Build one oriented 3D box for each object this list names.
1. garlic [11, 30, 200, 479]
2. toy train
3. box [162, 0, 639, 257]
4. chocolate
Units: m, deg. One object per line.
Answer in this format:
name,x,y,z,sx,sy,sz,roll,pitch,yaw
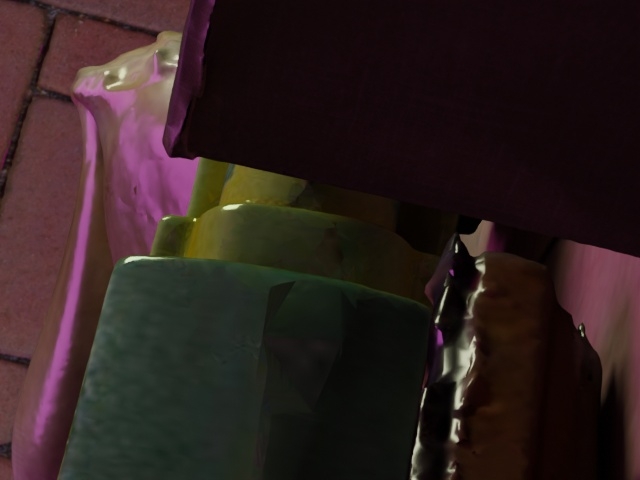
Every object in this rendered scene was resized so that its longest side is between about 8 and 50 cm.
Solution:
garlic,-0.061,0.080,0.997,0.340,0.245,0.231,-66,17,2
toy train,0.000,0.000,0.745,0.237,0.150,0.369,90,-170,-62
box,0.064,-0.134,0.412,0.155,0.149,0.231,-83,7,-59
chocolate,0.047,0.127,0.485,0.329,0.065,0.102,-80,-15,-52
